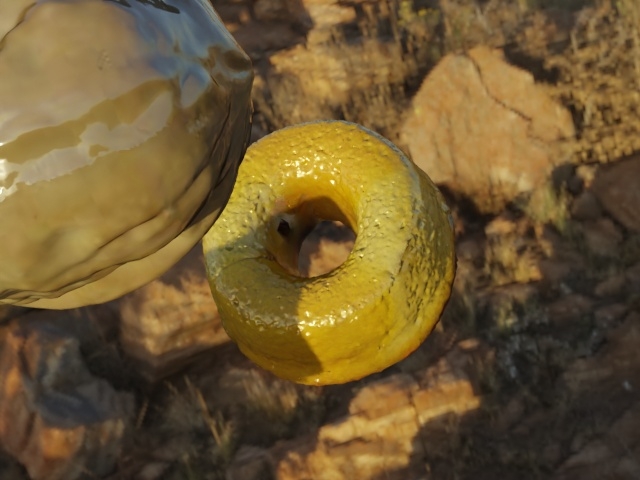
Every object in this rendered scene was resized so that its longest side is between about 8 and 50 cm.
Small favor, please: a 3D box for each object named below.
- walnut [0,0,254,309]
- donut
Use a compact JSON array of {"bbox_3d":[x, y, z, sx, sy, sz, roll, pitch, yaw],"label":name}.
[{"bbox_3d":[-0.168,-0.074,0.659,0.273,0.227,0.273,-17,-10,-3],"label":"walnut"},{"bbox_3d":[0.000,0.000,1.145,0.303,0.110,0.302,-7,62,13],"label":"donut"}]
